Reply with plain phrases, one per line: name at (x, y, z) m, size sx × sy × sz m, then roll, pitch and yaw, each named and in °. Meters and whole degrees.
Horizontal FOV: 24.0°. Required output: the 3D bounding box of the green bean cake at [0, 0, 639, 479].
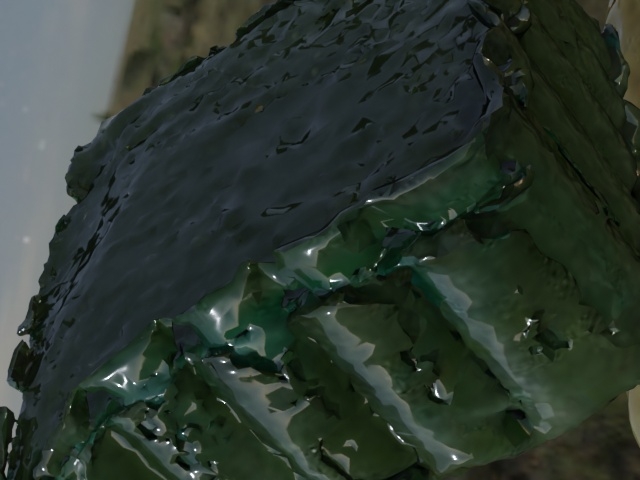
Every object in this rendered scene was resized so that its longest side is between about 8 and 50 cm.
green bean cake at (0.000, 0.000, 0.596) m, size 0.255 × 0.132 × 0.241 m, roll -33°, pitch 30°, yaw 21°

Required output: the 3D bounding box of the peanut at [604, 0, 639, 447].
peanut at (0.199, -0.018, 0.712) m, size 0.147 × 0.147 × 0.305 m, roll 152°, pitch 115°, yaw -79°
